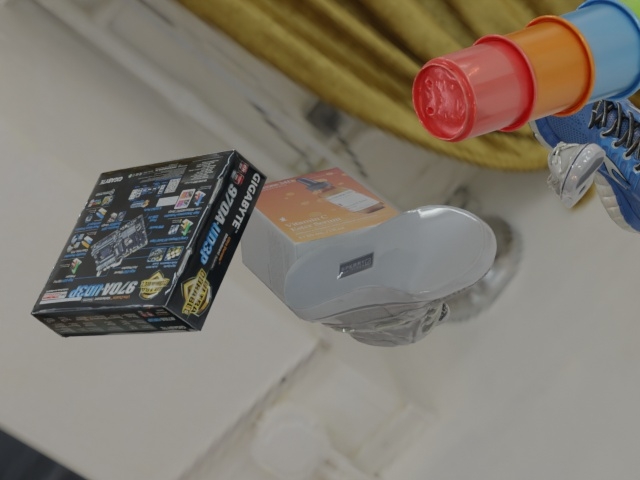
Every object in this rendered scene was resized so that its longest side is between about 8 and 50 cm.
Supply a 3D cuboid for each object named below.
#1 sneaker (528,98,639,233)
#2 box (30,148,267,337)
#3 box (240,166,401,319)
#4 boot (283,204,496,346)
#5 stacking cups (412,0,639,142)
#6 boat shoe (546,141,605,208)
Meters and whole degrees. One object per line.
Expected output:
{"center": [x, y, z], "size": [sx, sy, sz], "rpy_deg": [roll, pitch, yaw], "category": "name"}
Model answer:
{"center": [0.383, -0.128, 1.925], "size": [0.147, 0.330, 0.130], "rpy_deg": [5, 60, 53], "category": "sneaker"}
{"center": [-0.169, 0.006, 1.508], "size": [0.220, 0.051, 0.175], "rpy_deg": [-6, 53, 45], "category": "box"}
{"center": [0.000, 0.000, 1.680], "size": [0.130, 0.091, 0.170], "rpy_deg": [-15, 27, -21], "category": "box"}
{"center": [0.093, 0.041, 1.517], "size": [0.258, 0.123, 0.095], "rpy_deg": [-13, 59, 43], "category": "boot"}
{"center": [0.209, -0.143, 1.208], "size": [0.316, 0.096, 0.096], "rpy_deg": [-22, 6, -38], "category": "stacking cups"}
{"center": [0.174, -0.052, 1.088], "size": [0.035, 0.035, 0.100], "rpy_deg": [-47, -11, -5], "category": "boat shoe"}
